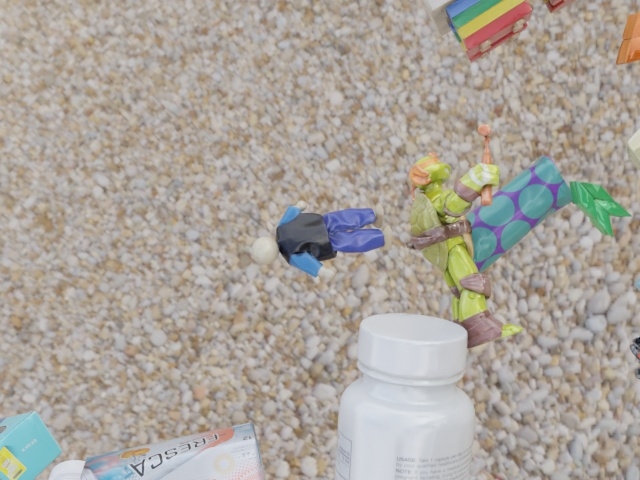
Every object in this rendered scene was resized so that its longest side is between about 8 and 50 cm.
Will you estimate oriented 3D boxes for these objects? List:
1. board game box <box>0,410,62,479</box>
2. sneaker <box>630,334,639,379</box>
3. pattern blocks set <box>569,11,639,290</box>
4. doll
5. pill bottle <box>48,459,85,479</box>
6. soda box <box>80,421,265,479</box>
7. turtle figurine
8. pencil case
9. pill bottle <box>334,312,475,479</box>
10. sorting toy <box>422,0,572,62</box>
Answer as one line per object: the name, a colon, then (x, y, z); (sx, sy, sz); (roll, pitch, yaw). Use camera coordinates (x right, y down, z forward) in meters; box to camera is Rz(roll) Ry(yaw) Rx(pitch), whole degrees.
board game box: (-0.552, 0.379, 1.199); (0.253, 0.079, 0.336); (-17, 18, 39)
sneaker: (0.473, 0.149, 1.251); (0.064, 0.158, 0.061); (3, 37, 17)
pattern blocks set: (0.373, -0.101, 0.806); (0.324, 0.026, 0.285); (-37, 104, -7)
doll: (0.000, 0.000, 1.190); (0.188, 0.046, 0.129); (-10, 58, -14)
pill bottle: (-0.285, 0.324, 0.987); (0.086, 0.086, 0.152); (-21, 32, 9)
soda box: (-0.151, 0.244, 0.922); (0.183, 0.058, 0.063); (-11, 98, -8)
turtle figurine: (0.136, -0.001, 0.898); (0.087, 0.269, 0.217); (-17, 82, -13)
pencil case: (0.208, -0.024, 0.978); (0.151, 0.070, 0.064); (-38, 67, -2)
pill bottle: (0.081, 0.193, 0.851); (0.131, 0.131, 0.229); (7, 100, 22)
sorting toy: (0.271, -0.331, 1.148); (0.255, 0.257, 0.089); (-31, 90, 12)
